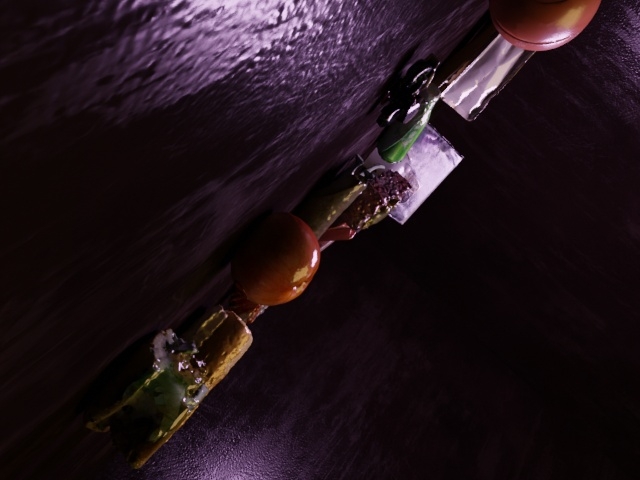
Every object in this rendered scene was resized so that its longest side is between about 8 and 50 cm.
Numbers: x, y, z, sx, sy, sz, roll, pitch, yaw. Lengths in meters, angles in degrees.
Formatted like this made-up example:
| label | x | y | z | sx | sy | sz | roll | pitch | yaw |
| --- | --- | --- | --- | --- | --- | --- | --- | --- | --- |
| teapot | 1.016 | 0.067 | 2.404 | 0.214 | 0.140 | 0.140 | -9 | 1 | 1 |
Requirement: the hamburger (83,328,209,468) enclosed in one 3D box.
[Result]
| label | x | y | z | sx | sy | sz | roll | pitch | yaw |
| --- | --- | --- | --- | --- | --- | --- | --- | --- | --- |
| hamburger | -0.344 | 0.315 | 1.129 | 0.288 | 0.168 | 0.192 | -47 | 178 | 0 |

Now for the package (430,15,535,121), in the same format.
| label | x | y | z | sx | sy | sz | roll | pitch | yaw |
| --- | --- | --- | --- | --- | --- | --- | --- | --- | --- |
| package | 0.478 | -0.569 | 1.776 | 0.165 | 0.221 | 0.311 | 21 | 120 | -43 |

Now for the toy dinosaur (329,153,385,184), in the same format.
| label | x | y | z | sx | sy | sz | roll | pitch | yaw |
| --- | --- | --- | --- | --- | --- | --- | --- | --- | --- |
| toy dinosaur | 0.093 | -0.172 | 1.725 | 0.205 | 0.092 | 0.393 | -52 | 178 | 38 |

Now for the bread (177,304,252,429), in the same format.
| label | x | y | z | sx | sy | sz | roll | pitch | yaw |
| --- | --- | --- | --- | --- | --- | --- | --- | --- | --- |
| bread | -0.343 | 0.338 | 1.480 | 0.375 | 0.165 | 0.236 | -48 | 180 | -13 |

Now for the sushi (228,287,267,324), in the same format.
| label | x | y | z | sx | sy | sz | roll | pitch | yaw |
| --- | --- | --- | --- | --- | --- | --- | --- | --- | --- |
| sushi | -0.153 | 0.118 | 1.690 | 0.332 | 0.124 | 0.130 | -47 | 166 | 12 |

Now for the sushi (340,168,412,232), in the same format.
| label | x | y | z | sx | sy | sz | roll | pitch | yaw |
| --- | --- | --- | --- | --- | --- | --- | --- | --- | --- |
| sushi | 0.152 | -0.108 | 1.641 | 0.161 | 0.107 | 0.241 | -40 | 176 | 36 |

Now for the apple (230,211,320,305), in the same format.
| label | x | y | z | sx | sy | sz | roll | pitch | yaw |
| --- | --- | --- | --- | --- | --- | --- | --- | --- | --- |
| apple | -0.093 | 0.046 | 1.230 | 0.209 | 0.164 | 0.209 | -47 | 174 | -6 |

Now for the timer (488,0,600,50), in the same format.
| label | x | y | z | sx | sy | sz | roll | pitch | yaw |
| --- | --- | --- | --- | --- | --- | --- | --- | --- | --- |
| timer | 0.476 | -0.527 | 1.222 | 0.229 | 0.230 | 0.215 | -48 | 174 | 6 |

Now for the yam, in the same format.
| label | x | y | z | sx | sy | sz | roll | pitch | yaw |
| --- | --- | --- | --- | --- | --- | --- | --- | --- | --- |
| yam | 0.011 | -0.089 | 1.534 | 0.259 | 0.106 | 0.106 | -49 | 176 | 23 |

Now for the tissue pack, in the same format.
| label | x | y | z | sx | sy | sz | roll | pitch | yaw |
| --- | --- | --- | --- | --- | --- | --- | --- | --- | --- |
| tissue pack | 0.338 | -0.273 | 2.214 | 0.361 | 0.259 | 0.122 | -47 | -157 | 7 |

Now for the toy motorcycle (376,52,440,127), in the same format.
| label | x | y | z | sx | sy | sz | roll | pitch | yaw |
| --- | --- | --- | --- | --- | --- | --- | --- | --- | --- |
| toy motorcycle | 0.201 | -0.330 | 1.264 | 0.122 | 0.082 | 0.213 | -45 | 177 | -28 |

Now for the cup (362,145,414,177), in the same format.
| label | x | y | z | sx | sy | sz | roll | pitch | yaw |
| --- | --- | --- | --- | --- | --- | --- | --- | --- | --- |
| cup | 0.257 | -0.287 | 2.027 | 0.173 | 0.142 | 0.134 | -50 | 176 | 27 |

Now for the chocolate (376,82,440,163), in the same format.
| label | x | y | z | sx | sy | sz | roll | pitch | yaw |
| --- | --- | --- | --- | --- | --- | --- | --- | --- | --- |
| chocolate | 0.277 | -0.365 | 1.773 | 0.110 | 0.110 | 0.291 | -45 | 174 | -37 |

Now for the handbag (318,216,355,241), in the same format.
| label | x | y | z | sx | sy | sz | roll | pitch | yaw |
| --- | --- | --- | --- | --- | --- | --- | --- | --- | --- |
| handbag | 0.037 | -0.061 | 1.775 | 0.213 | 0.059 | 0.157 | -3 | -146 | 43 |

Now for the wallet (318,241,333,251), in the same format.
| label | x | y | z | sx | sy | sz | roll | pitch | yaw |
| --- | --- | --- | --- | --- | --- | --- | --- | --- | --- |
| wallet | 0.000 | 0.000 | 1.808 | 0.153 | 0.038 | 0.118 | -39 | -155 | -22 |
